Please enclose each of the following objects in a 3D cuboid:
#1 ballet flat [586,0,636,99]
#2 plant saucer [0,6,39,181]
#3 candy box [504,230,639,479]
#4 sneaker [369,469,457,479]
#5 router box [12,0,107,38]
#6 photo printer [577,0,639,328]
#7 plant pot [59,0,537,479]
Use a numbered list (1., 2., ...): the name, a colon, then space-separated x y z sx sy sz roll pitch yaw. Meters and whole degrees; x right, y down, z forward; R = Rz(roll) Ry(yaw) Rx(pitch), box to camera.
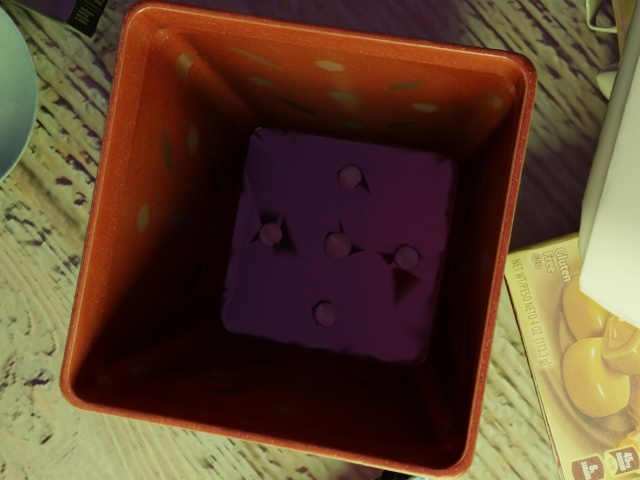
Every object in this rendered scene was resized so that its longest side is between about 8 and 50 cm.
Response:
1. ballet flat: 0.243 -0.150 1.000 0.073 0.080 0.232 -7 84 35
2. plant saucer: -0.319 -0.112 1.024 0.195 0.037 0.195 2 83 -13
3. candy box: 0.307 0.056 0.964 0.316 0.087 0.183 -16 84 8
4. sneaker: 0.043 0.235 1.011 0.191 0.071 0.083 -40 90 13
5. router box: -0.278 -0.337 1.054 0.309 0.081 0.243 25 92 5
6. photo printer: 0.318 -0.064 0.877 0.256 0.107 0.307 14 83 12
7. plant pot: 0.000 0.000 0.934 0.267 0.236 0.267 10 89 9
